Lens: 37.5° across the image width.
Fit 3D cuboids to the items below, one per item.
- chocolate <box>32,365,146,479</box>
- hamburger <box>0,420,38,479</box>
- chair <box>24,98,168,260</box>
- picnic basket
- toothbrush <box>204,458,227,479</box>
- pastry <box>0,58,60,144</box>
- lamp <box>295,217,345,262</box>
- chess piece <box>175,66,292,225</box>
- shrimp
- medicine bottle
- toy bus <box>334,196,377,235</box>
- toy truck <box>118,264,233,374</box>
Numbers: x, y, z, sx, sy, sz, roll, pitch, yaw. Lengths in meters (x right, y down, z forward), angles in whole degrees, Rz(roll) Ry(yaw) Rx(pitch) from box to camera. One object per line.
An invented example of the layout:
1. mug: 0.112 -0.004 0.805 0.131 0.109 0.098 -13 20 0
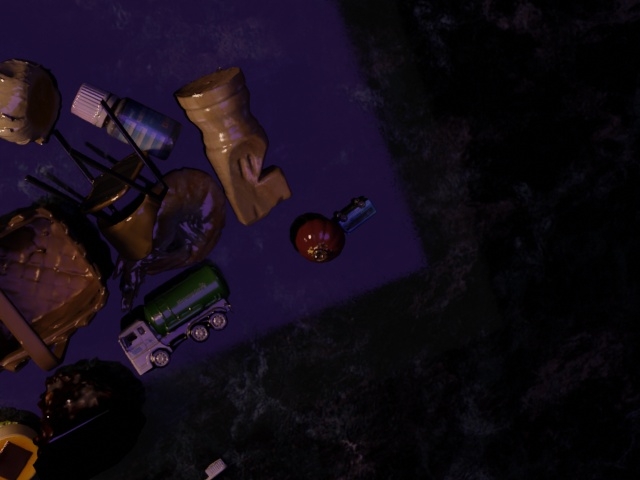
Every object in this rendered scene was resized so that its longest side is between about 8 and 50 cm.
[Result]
1. chocolate: -0.476 0.341 1.846 0.224 0.177 0.206 -26 146 -19
2. hamburger: -0.611 0.413 1.840 0.141 0.081 0.126 16 97 -24
3. chair: -0.394 -0.100 1.757 0.247 0.159 0.172 43 44 -30
4. picnic basket: -0.542 0.092 1.694 0.291 0.321 0.254 -33 105 -3
5. toothbrush: -0.312 0.545 1.944 0.286 0.020 0.025 -38 94 -4
6. pastry: -0.548 -0.255 1.732 0.088 0.166 0.165 12 95 12
7. lamp: 0.000 0.000 1.894 0.101 0.090 0.101 -3 135 -3
8. chess piece: -0.163 -0.177 1.837 0.137 0.137 0.300 -24 114 -7
9. shrimp: -0.295 0.009 1.850 0.168 0.077 0.317 27 89 -15
10. medicine bottle: -0.370 -0.229 1.799 0.203 0.083 0.083 24 92 -12
11. toy bus: 0.072 -0.051 1.927 0.083 0.038 0.046 -38 105 -3
12. toy truck: -0.281 0.156 1.859 0.242 0.101 0.125 -35 97 -7
